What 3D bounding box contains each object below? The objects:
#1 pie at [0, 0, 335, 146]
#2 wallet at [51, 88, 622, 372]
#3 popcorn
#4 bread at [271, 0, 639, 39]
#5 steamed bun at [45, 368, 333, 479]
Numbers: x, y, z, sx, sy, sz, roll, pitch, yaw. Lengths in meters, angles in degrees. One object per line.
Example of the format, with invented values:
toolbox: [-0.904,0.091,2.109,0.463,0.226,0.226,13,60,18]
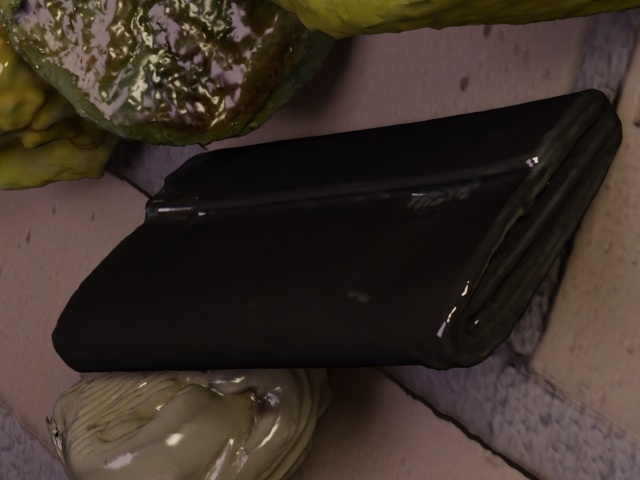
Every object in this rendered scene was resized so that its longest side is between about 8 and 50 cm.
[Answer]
pie: [-0.108,-0.207,1.419,0.078,0.277,0.277,-25,-67,-89]
wallet: [-0.001,-0.001,1.335,0.406,0.228,0.062,-5,132,47]
popcorn: [-0.269,-0.167,1.585,0.293,0.237,0.293,3,94,43]
bread: [0.100,-0.292,1.118,0.348,0.307,0.348,12,105,52]
steamed bun: [-0.083,0.140,1.438,0.144,0.211,0.218,62,169,-20]
